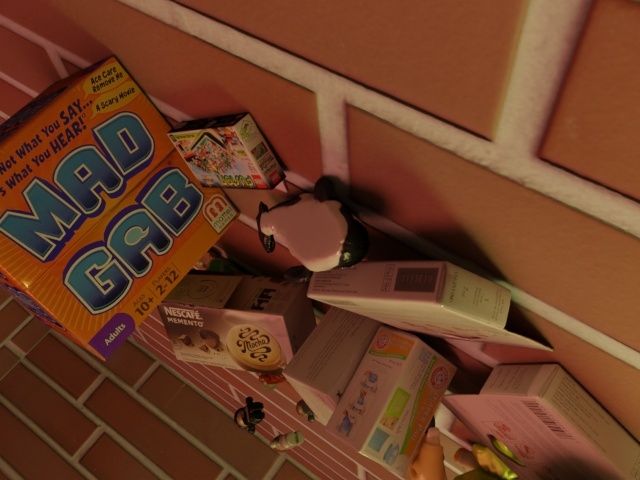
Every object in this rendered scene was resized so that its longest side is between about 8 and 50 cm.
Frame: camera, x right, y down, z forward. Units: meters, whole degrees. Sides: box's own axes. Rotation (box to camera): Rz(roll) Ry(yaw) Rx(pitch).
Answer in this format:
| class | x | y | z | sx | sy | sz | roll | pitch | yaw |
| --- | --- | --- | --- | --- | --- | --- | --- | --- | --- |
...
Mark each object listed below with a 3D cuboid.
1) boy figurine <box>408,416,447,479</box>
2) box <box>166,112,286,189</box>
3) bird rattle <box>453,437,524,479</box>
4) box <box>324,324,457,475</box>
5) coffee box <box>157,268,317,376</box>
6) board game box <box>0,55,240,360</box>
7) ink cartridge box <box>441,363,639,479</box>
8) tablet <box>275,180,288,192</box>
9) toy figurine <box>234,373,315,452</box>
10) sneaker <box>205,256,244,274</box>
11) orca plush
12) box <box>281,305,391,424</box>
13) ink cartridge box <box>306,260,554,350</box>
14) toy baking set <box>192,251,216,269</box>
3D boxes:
| class | x | y | z | sx | sy | sz | roll | pitch | yaw |
| --- | --- | --- | --- | --- | --- | --- | --- | --- | --- |
| boy figurine | 0.194 | 0.378 | 1.066 | 0.092 | 0.285 | 0.177 | -5 | 143 | 2 |
| box | -0.150 | -0.135 | 0.960 | 0.207 | 0.036 | 0.114 | 7 | 135 | 50 |
| bird rattle | 0.377 | 0.487 | 1.234 | 0.253 | 0.143 | 0.207 | 33 | 170 | -16 |
| box | 0.119 | 0.262 | 1.027 | 0.114 | 0.203 | 0.103 | 37 | 166 | -30 |
| coffee box | -0.167 | 0.165 | 1.258 | 0.297 | 0.119 | 0.168 | 4 | 124 | 23 |
| board game box | -0.448 | -0.059 | 1.133 | 0.356 | 0.356 | 0.356 | 5 | 139 | 51 |
| ink cartridge box | 0.363 | 0.315 | 0.970 | 0.296 | 0.066 | 0.261 | 44 | 155 | -8 |
| tablet | -0.089 | -0.105 | 0.971 | 0.083 | 0.006 | 0.054 | 22 | 150 | 33 |
| toy figurine | -0.118 | 0.487 | 1.774 | 0.209 | 0.213 | 0.148 | 38 | 144 | -7 |
| sneaker | -0.136 | 0.143 | 1.378 | 0.123 | 0.109 | 0.295 | -31 | 105 | 35 |
| orca plush | 0.000 | 0.000 | 0.914 | 0.102 | 0.151 | 0.287 | 16 | 165 | -29 |
| box | 0.056 | 0.240 | 1.138 | 0.119 | 0.181 | 0.182 | 15 | 146 | 43 |
| ink cartridge box | 0.153 | 0.090 | 0.878 | 0.238 | 0.060 | 0.275 | 21 | 166 | -33 |
| toy baking set | -0.310 | 0.030 | 1.494 | 0.197 | 0.030 | 0.256 | 47 | 155 | -9 |
